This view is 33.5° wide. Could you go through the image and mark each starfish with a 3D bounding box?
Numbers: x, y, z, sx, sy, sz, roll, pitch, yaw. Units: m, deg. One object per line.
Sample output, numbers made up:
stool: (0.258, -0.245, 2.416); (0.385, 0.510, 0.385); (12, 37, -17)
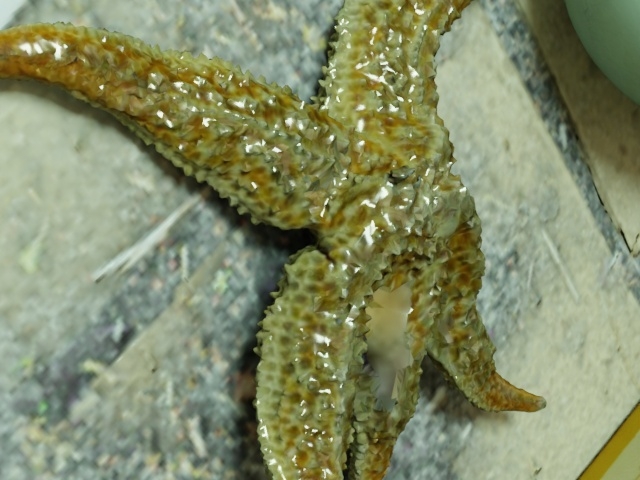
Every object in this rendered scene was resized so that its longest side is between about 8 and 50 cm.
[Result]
starfish: (0.013, 0.023, 0.501); (0.301, 0.084, 0.294); (-20, 105, -39)

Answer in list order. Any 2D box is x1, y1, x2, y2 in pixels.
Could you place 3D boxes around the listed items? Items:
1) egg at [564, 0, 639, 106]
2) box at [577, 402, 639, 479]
egg: (0.242, -0.147, 0.601); (0.264, 0.182, 0.183); (23, 80, -45)
box: (0.259, 0.276, 0.635); (0.283, 0.213, 0.260); (-42, 120, -28)
